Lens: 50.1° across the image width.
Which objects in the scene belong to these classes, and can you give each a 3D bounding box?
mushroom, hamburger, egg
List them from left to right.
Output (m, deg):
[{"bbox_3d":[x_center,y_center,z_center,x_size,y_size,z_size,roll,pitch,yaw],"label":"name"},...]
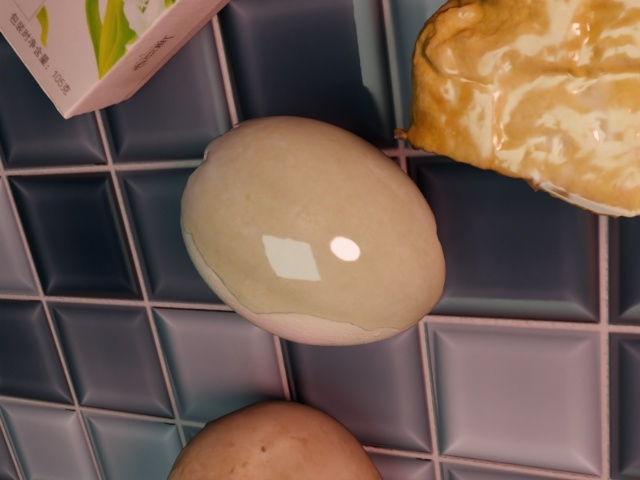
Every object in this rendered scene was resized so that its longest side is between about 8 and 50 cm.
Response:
[{"bbox_3d":[-0.076,0.325,0.719,0.290,0.292,0.293,-22,102,48],"label":"mushroom"},{"bbox_3d":[0.000,0.000,0.573,0.217,0.183,0.183,34,122,19],"label":"egg"},{"bbox_3d":[0.232,-0.123,0.430,0.329,0.162,0.209,18,116,19],"label":"hamburger"}]

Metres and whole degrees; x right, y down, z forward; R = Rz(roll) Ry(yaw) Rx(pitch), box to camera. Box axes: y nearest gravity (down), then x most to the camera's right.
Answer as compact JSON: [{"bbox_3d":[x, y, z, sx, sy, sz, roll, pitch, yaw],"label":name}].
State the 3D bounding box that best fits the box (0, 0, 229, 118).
[{"bbox_3d":[-0.218,-0.273,0.600,0.194,0.111,0.261,-33,94,32],"label":"box"}]
